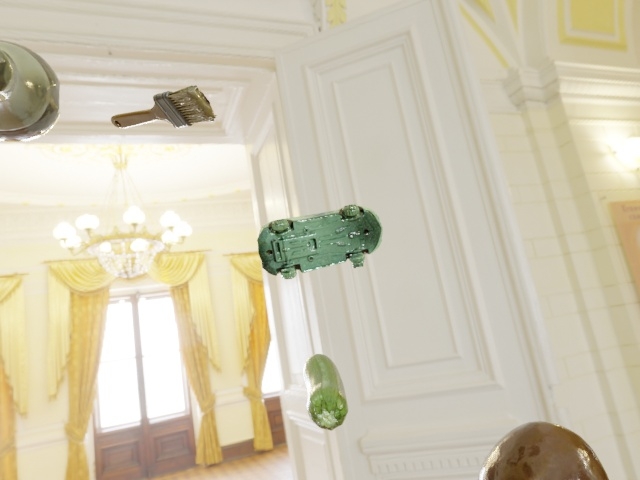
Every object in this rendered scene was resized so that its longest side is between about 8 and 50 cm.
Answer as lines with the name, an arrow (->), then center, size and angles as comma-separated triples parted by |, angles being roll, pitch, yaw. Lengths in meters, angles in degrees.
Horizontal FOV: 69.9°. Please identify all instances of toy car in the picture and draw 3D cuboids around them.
toy car -> 0.000, 0.000, 0.675 | 0.186, 0.093, 0.058 | -12, 15, -10

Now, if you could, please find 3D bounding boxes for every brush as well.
brush -> -0.184, -0.141, 0.509 | 0.170, 0.014, 0.043 | 3, -39, 36

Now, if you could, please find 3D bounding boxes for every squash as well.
squash -> 0.007, 0.269, 0.822 | 0.068, 0.077, 0.219 | -36, 9, 2

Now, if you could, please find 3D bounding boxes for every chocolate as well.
chocolate -> 0.299, 0.328, 0.613 | 0.177, 0.176, 0.176 | -9, -12, -2

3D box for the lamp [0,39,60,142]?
lamp -> -0.554, -0.289, 0.793 | 0.182, 0.181, 0.314 | -3, -10, -27
